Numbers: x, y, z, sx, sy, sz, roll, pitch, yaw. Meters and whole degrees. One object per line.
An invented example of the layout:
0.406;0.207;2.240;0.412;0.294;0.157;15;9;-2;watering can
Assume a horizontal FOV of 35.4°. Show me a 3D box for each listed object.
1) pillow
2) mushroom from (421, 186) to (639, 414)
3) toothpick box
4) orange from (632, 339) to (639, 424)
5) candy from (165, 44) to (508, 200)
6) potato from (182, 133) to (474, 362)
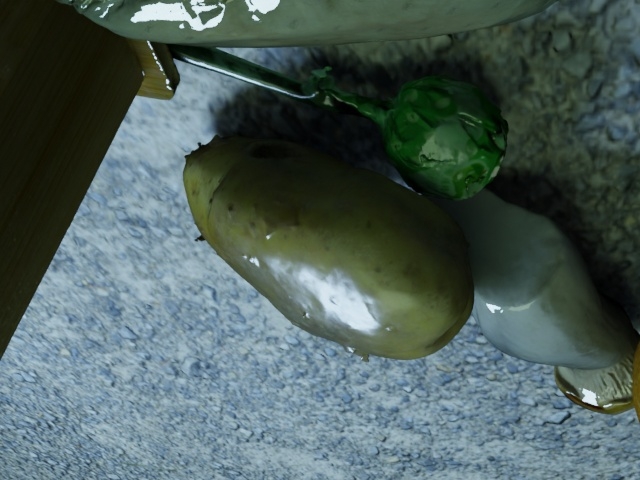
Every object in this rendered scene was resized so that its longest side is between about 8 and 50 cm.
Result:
0.008;-0.163;0.634;0.302;0.075;0.185;-1;-174;20;pillow
0.220;0.061;0.952;0.122;0.159;0.328;-32;139;20;mushroom
-0.254;-0.065;0.682;0.190;0.308;0.187;11;151;17;toothpick box
0.401;0.131;0.864;0.264;0.264;0.264;8;149;5;orange
-0.010;-0.118;0.776;0.323;0.097;0.097;20;149;1;candy
0.000;0.000;0.832;0.296;0.141;0.191;32;177;33;potato
